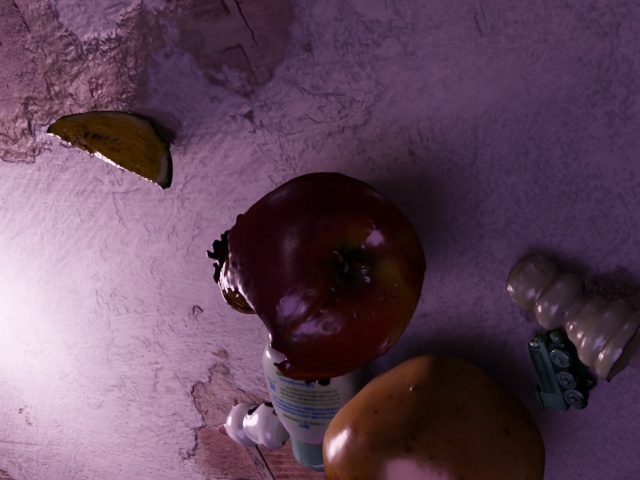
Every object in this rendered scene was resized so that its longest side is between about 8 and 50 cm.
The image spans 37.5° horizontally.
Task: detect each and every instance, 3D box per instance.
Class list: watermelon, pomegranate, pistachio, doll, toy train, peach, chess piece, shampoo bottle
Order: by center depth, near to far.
[{"bbox_3d":[0.423,0.115,1.595,0.243,0.133,0.133,37,136,26],"label":"chess piece"},{"bbox_3d":[0.004,0.066,1.628,0.339,0.353,0.416,62,157,3],"label":"peach"},{"bbox_3d":[0.436,0.238,1.731,0.111,0.071,0.170,-3,120,42],"label":"toy train"},{"bbox_3d":[0.212,0.407,1.796,0.416,0.417,0.417,17,129,22],"label":"pomegranate"},{"bbox_3d":[-0.147,0.050,1.908,0.130,0.165,0.210,-10,96,-7],"label":"pistachio"},{"bbox_3d":[-0.402,-0.183,1.909,0.301,0.129,0.123,26,129,21],"label":"watermelon"},{"bbox_3d":[-0.007,0.350,2.031,0.221,0.151,0.350,6,124,22],"label":"shampoo bottle"},{"bbox_3d":[-0.142,0.430,2.202,0.180,0.110,0.107,-12,113,40],"label":"doll"}]
